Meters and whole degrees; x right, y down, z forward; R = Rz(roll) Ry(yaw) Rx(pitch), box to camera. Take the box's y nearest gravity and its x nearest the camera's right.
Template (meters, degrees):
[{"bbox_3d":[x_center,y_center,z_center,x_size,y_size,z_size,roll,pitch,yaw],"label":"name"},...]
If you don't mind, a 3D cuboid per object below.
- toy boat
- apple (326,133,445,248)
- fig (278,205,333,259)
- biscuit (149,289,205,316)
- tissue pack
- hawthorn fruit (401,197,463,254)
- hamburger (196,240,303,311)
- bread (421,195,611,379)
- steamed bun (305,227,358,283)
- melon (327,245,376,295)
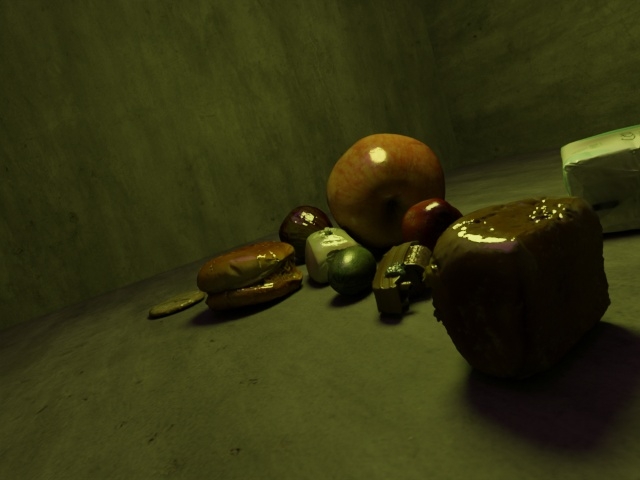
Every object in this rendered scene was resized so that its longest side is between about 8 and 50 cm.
[{"bbox_3d":[0.190,0.070,0.958,0.115,0.089,0.310,-12,10,19],"label":"toy boat"},{"bbox_3d":[0.215,-0.154,1.418,0.391,0.391,0.346,-17,29,3],"label":"apple"},{"bbox_3d":[0.000,0.000,1.644,0.321,0.217,0.217,27,37,36],"label":"fig"},{"bbox_3d":[-0.522,0.227,1.586,0.219,0.033,0.220,-18,8,3],"label":"biscuit"},{"bbox_3d":[0.713,-0.157,0.995,0.266,0.194,0.356,-11,11,31],"label":"tissue pack"},{"bbox_3d":[0.295,-0.032,1.181,0.169,0.169,0.188,-21,10,-22],"label":"hawthorn fruit"},{"bbox_3d":[-0.217,0.103,1.318,0.314,0.170,0.290,-15,3,28],"label":"hamburger"},{"bbox_3d":[0.261,0.051,0.589,0.246,0.196,0.176,-22,16,-34],"label":"bread"},{"bbox_3d":[0.029,0.029,1.328,0.170,0.153,0.239,-17,11,-5],"label":"steamed bun"},{"bbox_3d":[0.081,0.073,1.079,0.114,0.114,0.167,-13,11,29],"label":"melon"}]
